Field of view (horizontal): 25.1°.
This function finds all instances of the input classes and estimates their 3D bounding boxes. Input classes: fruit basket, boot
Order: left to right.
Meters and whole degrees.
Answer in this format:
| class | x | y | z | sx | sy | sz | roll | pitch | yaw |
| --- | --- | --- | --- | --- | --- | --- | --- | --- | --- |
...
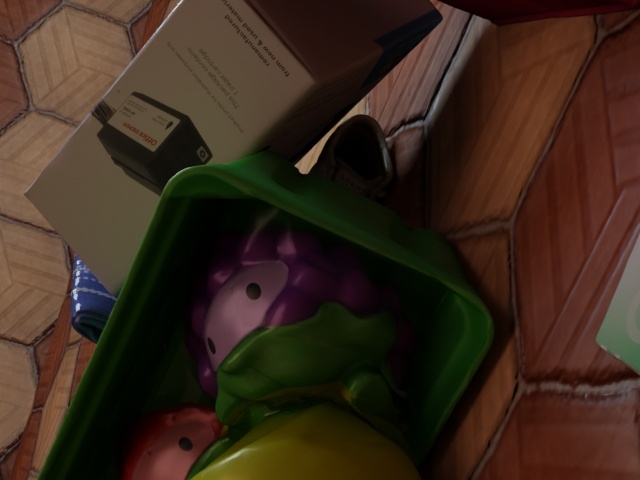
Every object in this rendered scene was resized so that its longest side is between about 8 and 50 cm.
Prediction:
| class | x | y | z | sx | sy | sz | roll | pitch | yaw |
| --- | --- | --- | --- | --- | --- | --- | --- | --- | --- |
| fruit basket | -0.044 | 0.157 | 1.007 | 0.392 | 0.282 | 0.392 | -64 | 1 | 1 |
| boot | 0.000 | 0.000 | 1.299 | 0.165 | 0.077 | 0.213 | -54 | 17 | 43 |

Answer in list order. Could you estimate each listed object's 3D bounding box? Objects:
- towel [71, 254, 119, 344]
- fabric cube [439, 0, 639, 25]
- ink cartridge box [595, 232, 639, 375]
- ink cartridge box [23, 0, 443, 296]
| class | x | y | z | sx | sy | sz | roll | pitch | yaw |
| --- | --- | --- | --- | --- | --- | --- | --- | --- | --- |
| towel | -0.127 | 0.053 | 1.365 | 0.040 | 0.243 | 0.336 | -57 | 19 | 17 |
| fabric cube | 0.098 | -0.315 | 1.007 | 0.259 | 0.258 | 0.254 | -163 | 92 | -74 |
| ink cartridge box | 0.222 | -0.022 | 0.655 | 0.181 | 0.056 | 0.225 | -138 | 65 | -72 |
| ink cartridge box | -0.075 | -0.115 | 1.220 | 0.307 | 0.129 | 0.223 | -43 | -4 | 37 |
